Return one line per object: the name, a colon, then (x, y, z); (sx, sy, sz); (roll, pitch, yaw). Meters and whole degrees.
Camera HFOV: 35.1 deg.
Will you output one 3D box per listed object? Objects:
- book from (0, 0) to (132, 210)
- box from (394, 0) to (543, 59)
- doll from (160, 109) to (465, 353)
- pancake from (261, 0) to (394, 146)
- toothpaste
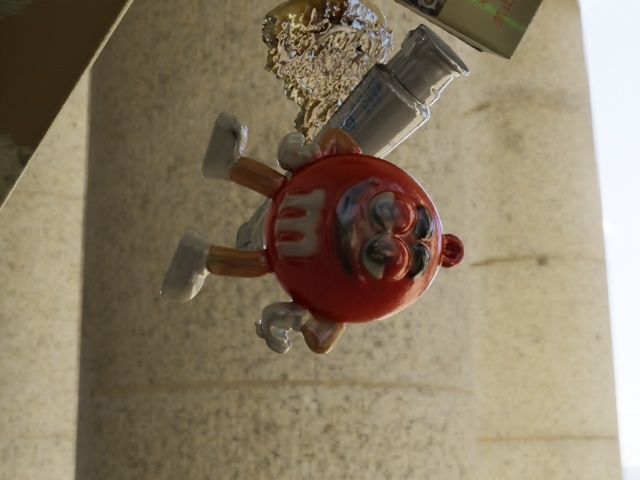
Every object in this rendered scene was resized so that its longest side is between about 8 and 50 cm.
book: (-0.268, -0.113, 0.621); (0.217, 0.021, 0.310); (33, -65, -14)
box: (0.131, -0.360, 1.148); (0.310, 0.198, 0.084); (24, 11, -23)
doll: (0.000, 0.000, 0.776); (0.217, 0.183, 0.085); (16, -7, 7)
pancake: (-0.004, -0.203, 1.259); (0.057, 0.244, 0.266); (36, 39, 25)
toothpaste: (0.016, -0.082, 0.993); (0.073, 0.114, 0.299); (38, -68, -21)
